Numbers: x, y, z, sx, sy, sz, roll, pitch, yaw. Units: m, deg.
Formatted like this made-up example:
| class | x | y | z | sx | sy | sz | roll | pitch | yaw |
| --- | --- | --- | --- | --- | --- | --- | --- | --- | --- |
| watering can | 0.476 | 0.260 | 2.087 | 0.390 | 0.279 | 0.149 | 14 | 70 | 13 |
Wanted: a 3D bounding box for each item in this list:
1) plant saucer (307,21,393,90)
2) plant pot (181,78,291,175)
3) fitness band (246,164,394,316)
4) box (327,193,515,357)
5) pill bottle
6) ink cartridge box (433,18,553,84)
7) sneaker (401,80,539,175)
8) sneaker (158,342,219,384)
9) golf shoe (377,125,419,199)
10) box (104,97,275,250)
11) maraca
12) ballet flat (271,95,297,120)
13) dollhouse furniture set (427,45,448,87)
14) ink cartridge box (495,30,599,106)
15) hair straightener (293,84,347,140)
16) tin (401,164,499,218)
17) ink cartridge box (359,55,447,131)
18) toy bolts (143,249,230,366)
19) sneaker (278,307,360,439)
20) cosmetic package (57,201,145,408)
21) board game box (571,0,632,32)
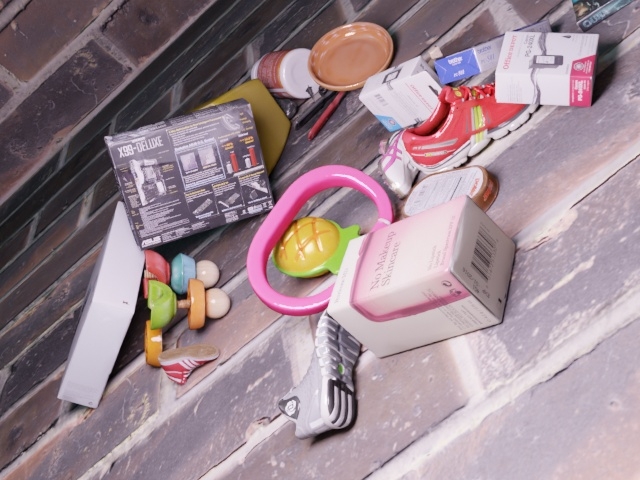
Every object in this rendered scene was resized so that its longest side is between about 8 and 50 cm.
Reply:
| class | x | y | z | sx | sy | sz | roll | pitch | yaw |
| --- | --- | --- | --- | --- | --- | --- | --- | --- | --- |
| plant saucer | 0.070 | -0.407 | 2.179 | 0.199 | 0.037 | 0.200 | -10 | 53 | 14 |
| plant pot | -0.198 | -0.260 | 2.290 | 0.212 | 0.212 | 0.187 | -15 | 29 | 47 |
| fitness band | 0.000 | 0.000 | 1.655 | 0.209 | 0.054 | 0.291 | 27 | 72 | 23 |
| box | 0.146 | 0.055 | 1.407 | 0.232 | 0.127 | 0.149 | -23 | 36 | 40 |
| pill bottle | -0.088 | -0.412 | 2.407 | 0.121 | 0.121 | 0.216 | -53 | 27 | -12 |
| ink cartridge box | 0.303 | -0.327 | 1.678 | 0.207 | 0.046 | 0.097 | -26 | 11 | -36 |
| sneaker | 0.258 | -0.223 | 1.625 | 0.279 | 0.118 | 0.107 | -39 | 27 | 10 |
| sneaker | -0.244 | 0.237 | 1.853 | 0.118 | 0.067 | 0.042 | -8 | 34 | 9 |
| golf shoe | 0.150 | -0.147 | 1.745 | 0.086 | 0.067 | 0.186 | -33 | 29 | 24 |
| box | -0.270 | -0.139 | 2.033 | 0.307 | 0.243 | 0.076 | -18 | 24 | -11 |
| maraca | -0.006 | 0.013 | 1.733 | 0.185 | 0.099 | 0.127 | 4 | 59 | 34 |
| ballet flat | -0.112 | -0.325 | 2.396 | 0.049 | 0.057 | 0.173 | -56 | 27 | -8 |
| dollhouse furniture set | 0.250 | -0.360 | 1.890 | 0.081 | 0.091 | 0.114 | -29 | 25 | 3 |
| ink cartridge box | 0.357 | -0.272 | 1.534 | 0.150 | 0.063 | 0.109 | 6 | 52 | 18 |
| hair straightener | 0.009 | -0.337 | 2.194 | 0.230 | 0.089 | 0.047 | -54 | -12 | -12 |
| tin | 0.208 | -0.069 | 1.590 | 0.189 | 0.040 | 0.106 | -8 | 51 | 52 |
| ink cartridge box | 0.175 | -0.283 | 1.855 | 0.180 | 0.104 | 0.060 | -14 | 40 | 48 |
| toy bolts | -0.278 | 0.132 | 1.991 | 0.228 | 0.158 | 0.218 | -108 | 23 | -50 |
| sneaker | -0.013 | 0.206 | 1.490 | 0.132 | 0.086 | 0.229 | -34 | 30 | 30 |
| cosmetic package | -0.469 | 0.134 | 2.139 | 0.377 | 0.097 | 0.284 | -94 | 28 | -56 |
| board game box | 0.515 | -0.442 | 1.649 | 0.186 | 0.026 | 0.126 | -32 | 30 | 29 |
